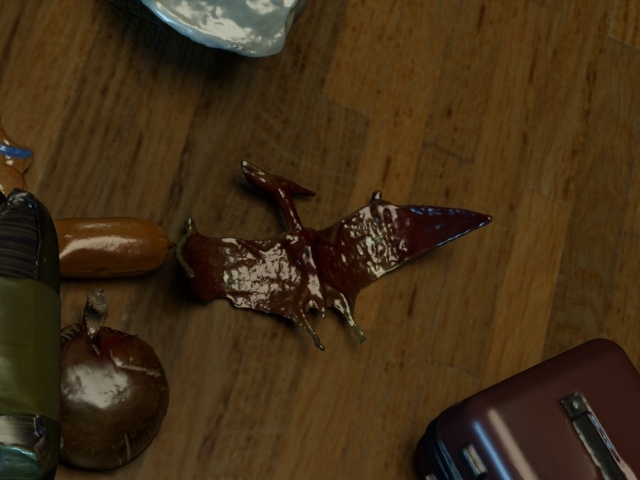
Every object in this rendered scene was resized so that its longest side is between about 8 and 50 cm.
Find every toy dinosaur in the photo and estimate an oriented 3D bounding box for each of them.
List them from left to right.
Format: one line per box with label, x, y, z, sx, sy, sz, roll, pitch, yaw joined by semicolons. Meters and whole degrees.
toy dinosaur;0.008;0.007;1.893;0.327;0.113;0.207;15;60;-18

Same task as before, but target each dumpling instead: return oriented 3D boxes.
dumpling;-0.117;-0.295;1.983;0.226;0.243;0.175;0;104;-5

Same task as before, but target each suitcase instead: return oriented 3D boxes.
suitcase;0.255;0.264;1.844;0.236;0.161;0.297;-22;74;-32

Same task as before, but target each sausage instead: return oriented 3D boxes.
sausage;-0.227;0.008;1.821;0.183;0.054;0.062;-2;52;-24

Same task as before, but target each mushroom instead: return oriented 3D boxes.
mushroom;-0.207;0.128;1.756;0.135;0.080;0.171;6;66;-29

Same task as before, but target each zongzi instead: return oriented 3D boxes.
zongzi;-0.388;0.099;1.655;0.317;0.154;0.289;-2;63;-5

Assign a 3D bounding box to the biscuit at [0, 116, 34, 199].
biscuit;-0.365;-0.064;1.811;0.183;0.043;0.280;2;62;-19
